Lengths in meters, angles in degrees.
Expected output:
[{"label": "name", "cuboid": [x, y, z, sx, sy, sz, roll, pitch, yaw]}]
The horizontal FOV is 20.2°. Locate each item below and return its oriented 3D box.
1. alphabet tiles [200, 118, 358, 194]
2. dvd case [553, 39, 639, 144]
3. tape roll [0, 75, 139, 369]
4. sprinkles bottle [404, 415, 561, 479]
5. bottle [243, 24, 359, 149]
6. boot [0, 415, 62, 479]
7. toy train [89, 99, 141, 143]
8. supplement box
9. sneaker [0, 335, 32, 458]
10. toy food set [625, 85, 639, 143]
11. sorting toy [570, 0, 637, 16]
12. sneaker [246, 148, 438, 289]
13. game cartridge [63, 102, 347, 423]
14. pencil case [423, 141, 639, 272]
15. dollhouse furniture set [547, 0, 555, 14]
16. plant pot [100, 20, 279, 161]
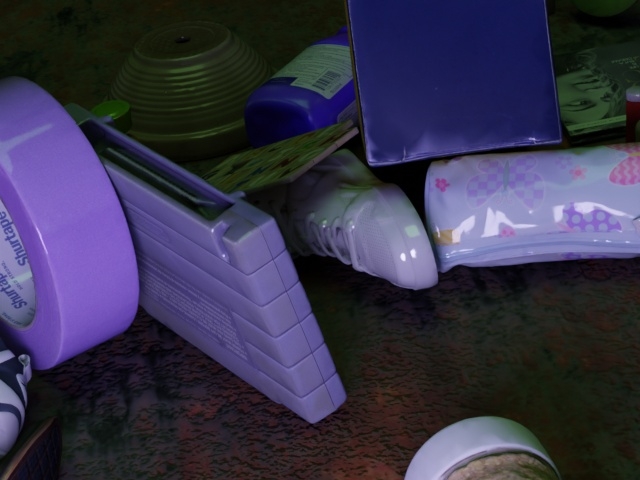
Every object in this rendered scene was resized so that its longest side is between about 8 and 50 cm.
[{"label": "alphabet tiles", "cuboid": [-0.076, -0.067, 1.868, 0.237, 0.009, 0.198, -14, 17, 45]}, {"label": "dvd case", "cuboid": [0.345, -0.180, 2.124, 0.164, 0.018, 0.221, -11, 30, -4]}, {"label": "tape roll", "cuboid": [-0.287, -0.016, 1.738, 0.090, 0.275, 0.275, -27, 34, -30]}, {"label": "sprinkles bottle", "cuboid": [0.162, 0.268, 1.280, 0.121, 0.121, 0.355, -13, 30, -8]}, {"label": "bottle", "cuboid": [0.021, -0.191, 2.151, 0.118, 0.092, 0.283, 10, 34, 28]}, {"label": "boot", "cuboid": [-0.298, 0.221, 1.524, 0.106, 0.082, 0.219, 4, 33, 15]}, {"label": "toy train", "cuboid": [-0.215, -0.092, 1.987, 0.248, 0.143, 0.105, -11, 30, -3]}, {"label": "supplement box", "cuboid": [0.130, -0.188, 1.888, 0.194, 0.195, 0.356, -7, 5, 2]}, {"label": "sneaker", "cuboid": [-0.381, 0.131, 1.691, 0.235, 0.094, 0.153, -2, 29, 12]}, {"label": "toy food set", "cuboid": [0.388, -0.126, 1.928, 0.111, 0.105, 0.232, 6, 33, 24]}, {"label": "sorting toy", "cuboid": [0.413, -0.347, 2.321, 0.365, 0.127, 0.126, 21, 17, 32]}, {"label": "sneaker", "cuboid": [0.000, 0.000, 1.823, 0.169, 0.108, 0.292, -19, 22, -13]}, {"label": "game cartridge", "cuboid": [-0.121, 0.016, 1.687, 0.068, 0.230, 0.355, -40, 40, -18]}, {"label": "pencil case", "cuboid": [0.237, -0.029, 1.793, 0.273, 0.113, 0.124, -2, 60, 10]}, {"label": "dollhouse furniture set", "cuboid": [0.217, -0.339, 2.329, 0.151, 0.123, 0.144, -26, 34, -28]}, {"label": "plant pot", "cuboid": [-0.159, -0.197, 2.195, 0.237, 0.110, 0.237, -6, 29, 3]}]
